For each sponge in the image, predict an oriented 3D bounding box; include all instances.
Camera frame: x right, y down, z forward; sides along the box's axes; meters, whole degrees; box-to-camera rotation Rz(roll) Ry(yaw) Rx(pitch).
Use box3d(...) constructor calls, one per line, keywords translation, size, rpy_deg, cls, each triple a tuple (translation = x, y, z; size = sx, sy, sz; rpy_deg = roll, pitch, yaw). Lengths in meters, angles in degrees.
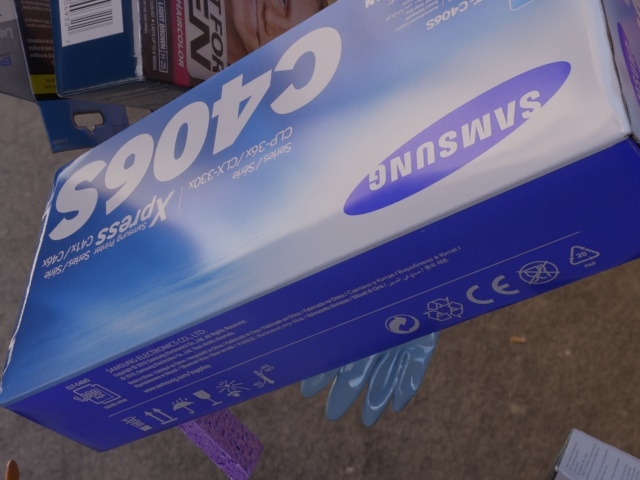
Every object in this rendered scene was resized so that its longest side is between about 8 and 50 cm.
box3d(translation=(-0.179, 0.276, 1.512), size=(0.210, 0.031, 0.117), rpy_deg=(45, 14, -5), cls="sponge")

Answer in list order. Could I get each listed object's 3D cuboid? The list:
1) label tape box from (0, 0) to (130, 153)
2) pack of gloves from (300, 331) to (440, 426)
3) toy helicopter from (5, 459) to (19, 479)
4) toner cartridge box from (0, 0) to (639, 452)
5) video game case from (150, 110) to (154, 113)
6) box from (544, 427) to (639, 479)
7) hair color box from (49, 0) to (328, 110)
box3d(translation=(-0.394, -0.286, 1.374), size=(0.105, 0.334, 0.240), rpy_deg=(-9, 7, 18), cls="label tape box")
box3d(translation=(0.000, 0.000, 0.672), size=(0.195, 0.232, 0.046), rpy_deg=(21, -1, -4), cls="pack of gloves")
box3d(translation=(-0.549, 0.500, 1.529), size=(0.235, 0.140, 0.355), rpy_deg=(-28, 76, -3), cls="toy helicopter")
box3d(translation=(-0.008, -0.023, 0.483), size=(0.347, 0.075, 0.165), rpy_deg=(-25, 47, 30), cls="toner cartridge box")
box3d(translation=(-0.187, -0.281, 1.374), size=(0.210, 0.232, 0.042), rpy_deg=(-36, 44, 2), cls="video game case")
box3d(translation=(0.247, 0.319, 0.778), size=(0.232, 0.322, 0.058), rpy_deg=(27, 39, 15), cls="box")
box3d(translation=(-0.113, -0.218, 0.992), size=(0.105, 0.174, 0.347), rpy_deg=(-5, -1, 29), cls="hair color box")
